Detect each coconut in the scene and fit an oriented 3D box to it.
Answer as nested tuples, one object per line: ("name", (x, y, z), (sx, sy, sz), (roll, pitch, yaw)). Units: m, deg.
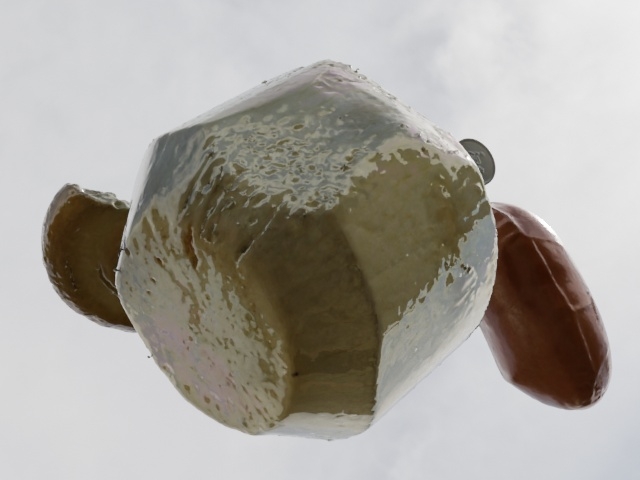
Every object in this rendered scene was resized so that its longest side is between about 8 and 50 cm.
("coconut", (-0.003, -0.001, 0.651), (0.241, 0.241, 0.241), (-2, -66, -5))

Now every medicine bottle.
("medicine bottle", (0.163, -0.077, 1.331), (0.080, 0.080, 0.130), (29, -30, -17))

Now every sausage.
("sausage", (0.242, 0.072, 1.160), (0.133, 0.133, 0.258), (-27, -96, 6))

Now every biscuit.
("biscuit", (-0.239, 0.036, 1.376), (0.274, 0.091, 0.213), (8, -57, -20))
